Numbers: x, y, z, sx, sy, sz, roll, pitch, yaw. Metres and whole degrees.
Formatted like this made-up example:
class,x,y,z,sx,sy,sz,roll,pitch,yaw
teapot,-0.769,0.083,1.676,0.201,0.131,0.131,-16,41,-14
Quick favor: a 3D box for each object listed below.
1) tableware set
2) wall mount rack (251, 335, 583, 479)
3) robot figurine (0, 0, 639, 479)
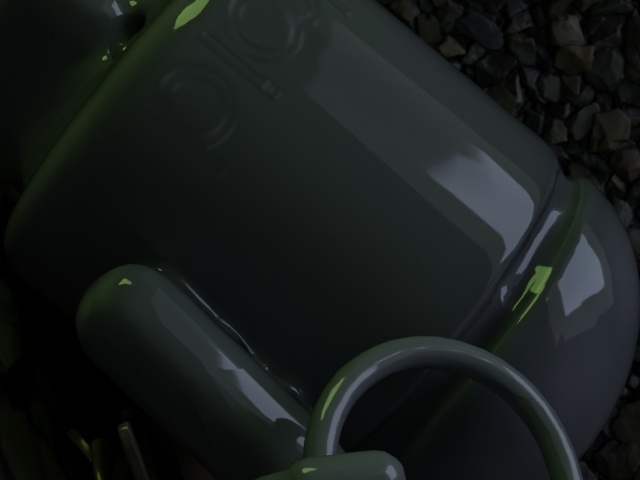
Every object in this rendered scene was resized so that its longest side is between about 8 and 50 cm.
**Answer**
class,x,y,z,sx,sy,sz,roll,pitch,yaw
tableware set,-0.058,0.164,0.539,0.128,0.039,0.194,118,-48,-86
wall mount rack,0.127,0.171,0.408,0.130,0.304,0.350,126,-42,-58
robot figurine,0.000,0.000,0.614,0.353,0.200,0.300,39,40,-5
